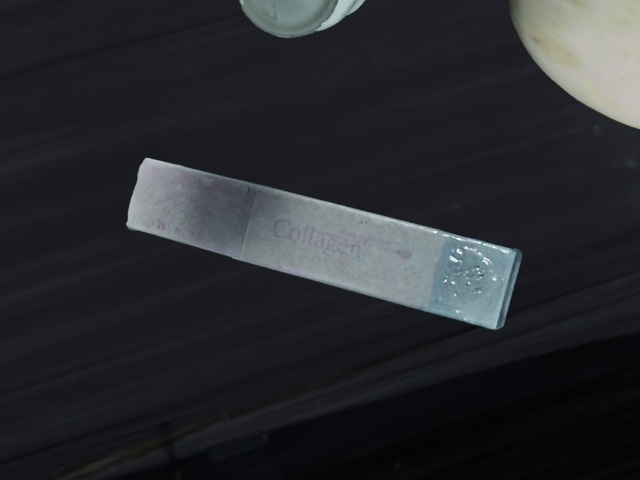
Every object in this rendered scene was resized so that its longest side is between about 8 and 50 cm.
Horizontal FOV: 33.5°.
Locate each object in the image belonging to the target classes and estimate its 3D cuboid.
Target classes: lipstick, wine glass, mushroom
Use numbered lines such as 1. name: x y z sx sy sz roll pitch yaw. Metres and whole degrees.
1. lipstick: 0.000 0.000 0.871 0.068 0.318 0.066 8 -83 -75
2. wine glass: -0.008 -0.266 1.081 0.231 0.103 0.103 -54 -50 -70
3. mushroom: 0.242 -0.174 0.662 0.246 0.202 0.246 31 171 6
